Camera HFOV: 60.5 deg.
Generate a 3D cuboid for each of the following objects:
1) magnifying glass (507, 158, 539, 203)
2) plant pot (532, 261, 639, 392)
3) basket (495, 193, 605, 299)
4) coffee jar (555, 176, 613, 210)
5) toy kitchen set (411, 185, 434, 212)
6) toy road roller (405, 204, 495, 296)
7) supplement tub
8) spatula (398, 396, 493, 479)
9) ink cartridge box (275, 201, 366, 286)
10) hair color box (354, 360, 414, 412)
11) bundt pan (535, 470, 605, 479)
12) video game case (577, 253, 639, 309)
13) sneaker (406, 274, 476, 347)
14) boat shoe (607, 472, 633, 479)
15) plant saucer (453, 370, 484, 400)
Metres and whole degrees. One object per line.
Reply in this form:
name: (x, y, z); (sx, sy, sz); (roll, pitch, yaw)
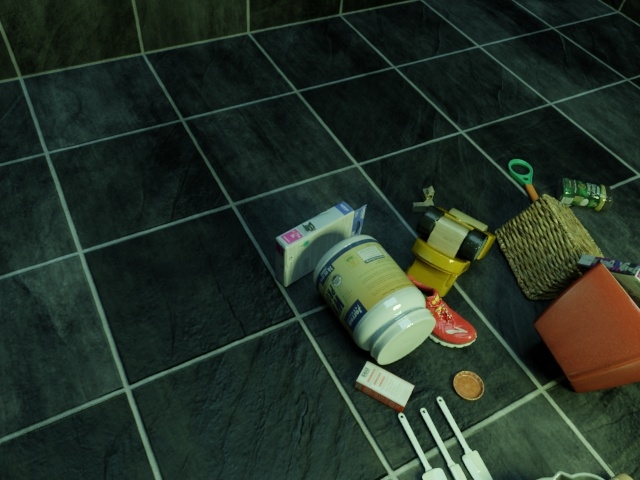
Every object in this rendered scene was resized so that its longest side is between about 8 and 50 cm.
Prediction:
magnifying glass: (0.771, -0.223, 2.056); (0.092, 0.026, 0.230); (-2, 51, -8)
plant pot: (0.737, 0.265, 1.478); (0.236, 0.267, 0.267); (-33, 52, 13)
basket: (0.755, 0.040, 1.790); (0.214, 0.223, 0.299); (18, 41, -36)
coffee jar: (0.960, -0.167, 1.994); (0.185, 0.079, 0.096); (11, 50, 3)
toy kitchen set: (0.354, -0.152, 1.923); (0.075, 0.068, 0.083); (-3, 50, -9)
toy road roller: (0.392, 0.034, 1.721); (0.203, 0.240, 0.330); (32, 17, 20)
supplement tub: (0.148, 0.163, 1.532); (0.229, 0.228, 0.316); (-23, 56, -23)
spatula: (0.304, 0.522, 1.380); (0.168, 0.019, 0.242); (-16, 56, -17)
ink cartridge box: (0.000, 0.000, 1.681); (0.311, 0.185, 0.065); (-28, 56, -27)
hair color box: (0.170, 0.390, 1.464); (0.141, 0.043, 0.072); (27, 52, 14)
bundt pan: (0.567, 0.682, 1.177); (0.331, 0.124, 0.330); (-8, 48, 9)
video game case: (0.866, 0.130, 1.518); (0.232, 0.210, 0.041); (37, 85, -16)
sneaker: (0.328, 0.202, 1.590); (0.279, 0.118, 0.107); (35, 56, 21)
boat shoe: (0.779, 0.688, 1.227); (0.110, 0.121, 0.341); (-21, 54, -21)
plant saucer: (0.405, 0.398, 1.502); (0.084, 0.013, 0.083); (3, 49, -4)
